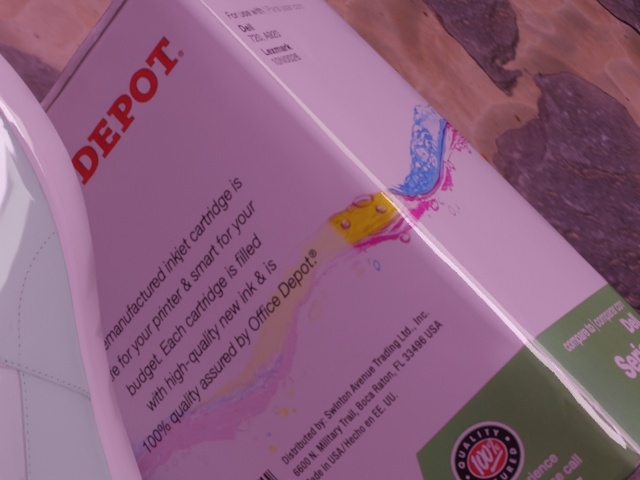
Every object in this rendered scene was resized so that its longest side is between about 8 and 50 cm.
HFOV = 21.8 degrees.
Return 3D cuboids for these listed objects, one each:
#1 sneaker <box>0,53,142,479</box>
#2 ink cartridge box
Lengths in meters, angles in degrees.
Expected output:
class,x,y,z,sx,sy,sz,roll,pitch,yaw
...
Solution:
class,x,y,z,sx,sy,sz,roll,pitch,yaw
sneaker,-0.146,0.036,0.539,0.151,0.094,0.256,-21,92,-57
ink cartridge box,-0.008,0.040,0.724,0.278,0.201,0.117,46,27,11
